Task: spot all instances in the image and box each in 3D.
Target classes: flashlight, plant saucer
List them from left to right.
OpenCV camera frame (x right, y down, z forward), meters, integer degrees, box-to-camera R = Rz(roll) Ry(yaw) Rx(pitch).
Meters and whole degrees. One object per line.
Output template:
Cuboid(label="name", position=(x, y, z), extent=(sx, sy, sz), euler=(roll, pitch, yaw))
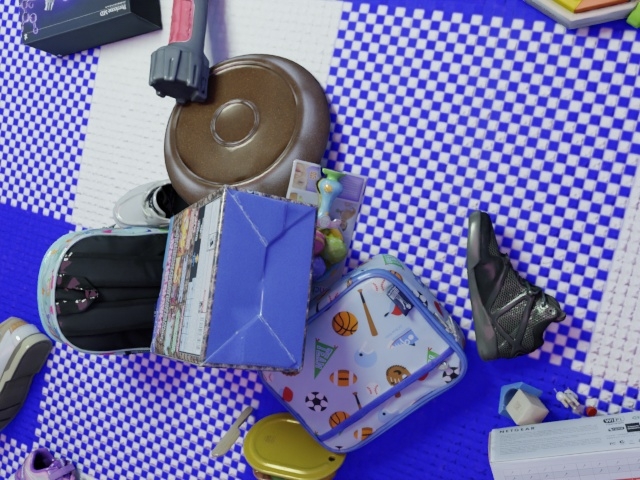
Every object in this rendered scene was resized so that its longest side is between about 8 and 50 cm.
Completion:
Cuboid(label="flashlight", position=(-0.243, -0.391, 0.991), extent=(0.103, 0.103, 0.304), euler=(-3, 72, 17))
Cuboid(label="plant saucer", position=(-0.138, -0.191, 0.981), extent=(0.310, 0.050, 0.311), euler=(-5, 72, 14))

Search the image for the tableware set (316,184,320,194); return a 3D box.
Cuboid(label="tableware set", position=(-0.059, -0.083, 1.014), extent=(0.154, 0.024, 0.104), euler=(31, 101, 18))

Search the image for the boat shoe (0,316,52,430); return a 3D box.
Cuboid(label="boat shoe", position=(-0.686, 0.301, 1.222), extent=(0.103, 0.113, 0.302), euler=(36, 92, 18))

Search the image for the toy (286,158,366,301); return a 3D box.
Cuboid(label="toy", position=(0.000, 0.000, 0.935), extent=(0.056, 0.136, 0.237), euler=(18, 97, 63))

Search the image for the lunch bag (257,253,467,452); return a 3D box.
Cuboid(label="lunch bag", position=(0.073, 0.182, 0.906), extent=(0.303, 0.115, 0.243), euler=(-39, 95, 19))

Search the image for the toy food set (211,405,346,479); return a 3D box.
Cuboid(label="toy food set", position=(-0.059, 0.365, 0.988), extent=(0.217, 0.128, 0.071), euler=(6, 122, 19))

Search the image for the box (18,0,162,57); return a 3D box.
Cuboid(label="box", position=(-0.448, -0.480, 1.114), extent=(0.261, 0.103, 0.184), euler=(-7, 91, 21))

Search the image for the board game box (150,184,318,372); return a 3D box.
Cuboid(label="board game box", position=(-0.140, 0.067, 0.870), extent=(0.291, 0.141, 0.232), euler=(-13, 69, 61))

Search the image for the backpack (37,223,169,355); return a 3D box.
Cuboid(label="backpack", position=(-0.354, 0.083, 1.008), extent=(0.191, 0.253, 0.225), euler=(4, 94, 46))

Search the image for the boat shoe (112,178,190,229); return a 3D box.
Cuboid(label="boat shoe", position=(-0.285, -0.068, 1.065), extent=(0.267, 0.088, 0.096), euler=(-4, 90, 21))

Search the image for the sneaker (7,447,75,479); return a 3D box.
Cuboid(label="sneaker", position=(-0.528, 0.505, 1.174), extent=(0.236, 0.095, 0.105), euler=(26, 92, 19))

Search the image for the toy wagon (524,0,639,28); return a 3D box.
Cuboid(label="toy wagon", position=(0.415, -0.475, 0.800), extent=(0.267, 0.068, 0.344), euler=(41, 105, 15))

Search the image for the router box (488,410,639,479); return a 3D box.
Cuboid(label="router box", position=(0.429, 0.384, 0.770), extent=(0.335, 0.082, 0.301), euler=(-14, 100, 20))

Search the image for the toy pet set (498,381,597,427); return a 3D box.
Cuboid(label="toy pet set", position=(0.325, 0.264, 0.869), extent=(0.114, 0.065, 0.122), euler=(25, 105, -17))

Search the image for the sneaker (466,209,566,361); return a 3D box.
Cuboid(label="sneaker", position=(0.284, 0.062, 0.855), extent=(0.130, 0.087, 0.228), euler=(-10, 91, 19))
